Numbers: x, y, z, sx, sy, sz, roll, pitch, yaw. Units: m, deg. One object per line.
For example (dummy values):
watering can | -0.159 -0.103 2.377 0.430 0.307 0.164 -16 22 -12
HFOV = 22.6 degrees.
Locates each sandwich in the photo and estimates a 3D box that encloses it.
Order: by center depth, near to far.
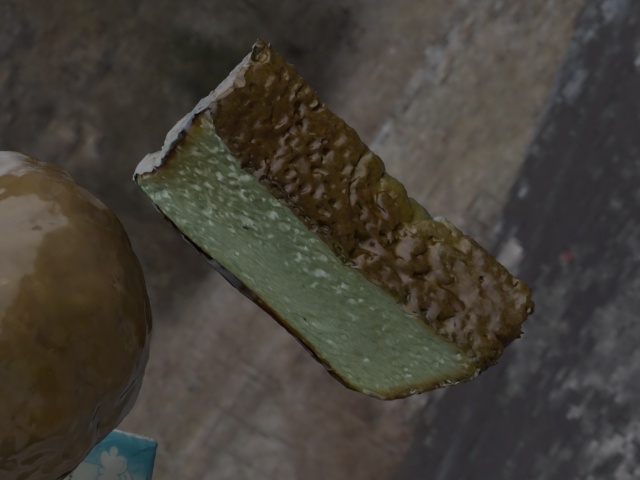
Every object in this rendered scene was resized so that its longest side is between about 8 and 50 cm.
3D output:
sandwich | 0.000 0.000 1.283 0.099 0.301 0.271 -51 10 -17

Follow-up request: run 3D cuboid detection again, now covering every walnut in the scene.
walnut | -0.258 0.060 1.066 0.285 0.296 0.285 176 90 -72

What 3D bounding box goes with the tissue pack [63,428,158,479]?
tissue pack | -0.276 0.295 1.499 0.124 0.201 0.271 -13 64 53
